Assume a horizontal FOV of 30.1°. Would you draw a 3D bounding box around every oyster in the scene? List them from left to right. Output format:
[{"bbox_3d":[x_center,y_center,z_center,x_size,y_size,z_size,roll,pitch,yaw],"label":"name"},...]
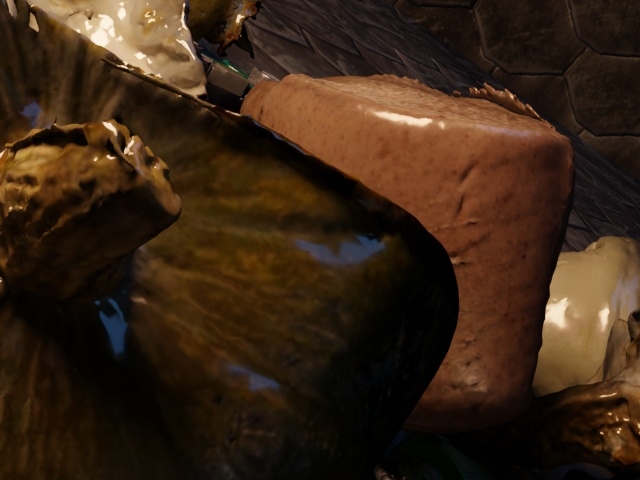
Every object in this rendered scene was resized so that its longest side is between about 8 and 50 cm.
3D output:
[{"bbox_3d":[-0.209,-0.168,0.966,0.223,0.214,0.083,67,-19,9],"label":"oyster"},{"bbox_3d":[0.189,0.135,0.918,0.396,0.204,0.111,46,21,-84],"label":"oyster"}]

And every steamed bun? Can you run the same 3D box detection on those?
[{"bbox_3d":[0.025,-0.005,0.833,0.199,0.252,0.301,12,6,-23],"label":"steamed bun"},{"bbox_3d":[0.347,0.111,1.276,0.320,0.206,0.275,5,40,-54],"label":"steamed bun"}]

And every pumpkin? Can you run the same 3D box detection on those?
[{"bbox_3d":[-0.118,0.042,0.446,0.325,0.232,0.242,22,-18,-8],"label":"pumpkin"}]

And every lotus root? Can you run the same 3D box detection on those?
[{"bbox_3d":[-0.169,-0.283,1.281,0.278,0.154,0.154,34,19,-17],"label":"lotus root"}]

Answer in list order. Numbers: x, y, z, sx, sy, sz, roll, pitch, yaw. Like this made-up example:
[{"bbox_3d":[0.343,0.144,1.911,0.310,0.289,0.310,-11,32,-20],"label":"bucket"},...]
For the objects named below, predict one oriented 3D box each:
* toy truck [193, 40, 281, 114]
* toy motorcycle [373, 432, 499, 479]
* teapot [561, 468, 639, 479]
[{"bbox_3d":[-0.111,-0.132,1.123,0.216,0.110,0.116,21,13,-42],"label":"toy truck"},{"bbox_3d":[0.107,0.192,0.843,0.190,0.074,0.106,33,11,-20],"label":"toy motorcycle"},{"bbox_3d":[0.294,0.265,0.895,0.269,0.173,0.182,38,-6,13],"label":"teapot"}]
